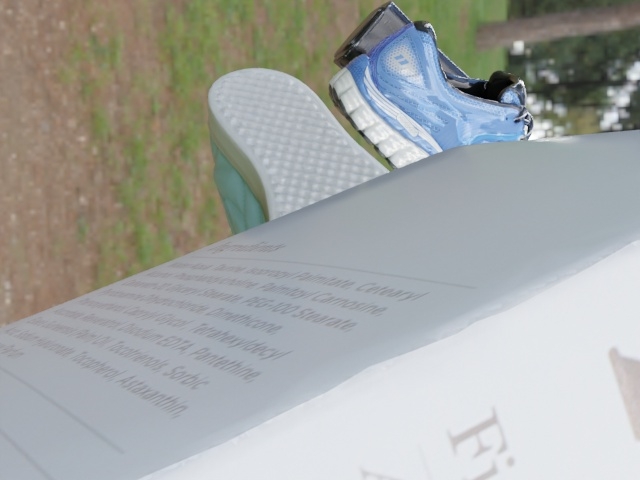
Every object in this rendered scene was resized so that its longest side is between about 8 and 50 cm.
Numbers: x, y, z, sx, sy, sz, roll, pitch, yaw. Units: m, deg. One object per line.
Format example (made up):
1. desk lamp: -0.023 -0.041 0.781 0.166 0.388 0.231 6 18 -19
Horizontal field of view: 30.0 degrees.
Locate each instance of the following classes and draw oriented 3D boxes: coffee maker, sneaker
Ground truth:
1. coffee maker: 0.121 -0.225 1.574 0.120 0.178 0.171 -56 -166 -28
2. sneaker: 0.165 -0.078 1.151 0.330 0.147 0.130 43 8 -22
3. sneaker: 0.000 0.000 1.061 0.150 0.135 0.366 89 -18 -44

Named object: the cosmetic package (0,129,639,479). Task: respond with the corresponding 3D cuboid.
1. cosmetic package: 0.037 0.162 0.518 0.327 0.394 0.329 2 -67 65
